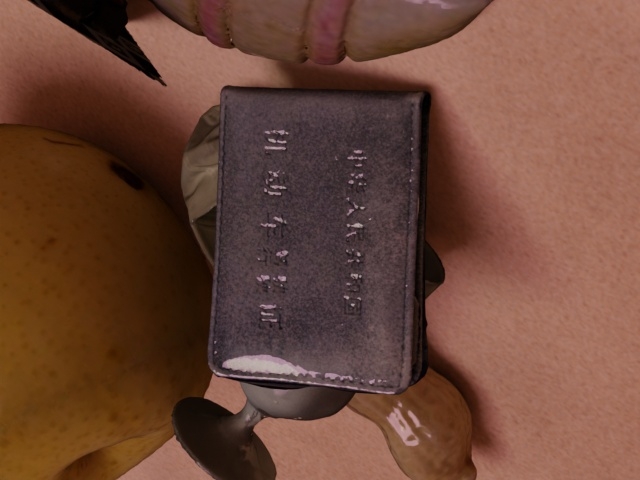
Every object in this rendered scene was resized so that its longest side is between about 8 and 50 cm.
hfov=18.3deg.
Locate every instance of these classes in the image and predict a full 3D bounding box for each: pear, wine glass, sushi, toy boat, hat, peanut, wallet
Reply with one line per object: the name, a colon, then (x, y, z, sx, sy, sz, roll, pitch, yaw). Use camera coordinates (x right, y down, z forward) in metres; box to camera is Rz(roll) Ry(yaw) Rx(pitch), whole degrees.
pear: (-0.259, 0.068, 1.639, 0.348, 0.348, 0.348, 27, 144, 22)
wine glass: (-0.008, 0.081, 1.512, 0.103, 0.103, 0.231, 41, 110, 1)
sushi: (-0.222, -0.218, 1.415, 0.279, 0.043, 0.192, 33, -171, -25)
toy boat: (-0.060, -0.195, 1.346, 0.293, 0.111, 0.276, 39, 155, -13)
hat: (-0.047, -0.045, 1.540, 0.122, 0.081, 0.166, -21, 130, 7)
peanut: (0.067, 0.130, 1.605, 0.187, 0.082, 0.082, 50, 146, -16)
wallet: (-0.001, 0.000, 1.426, 0.167, 0.036, 0.222, 5, 96, 23)
